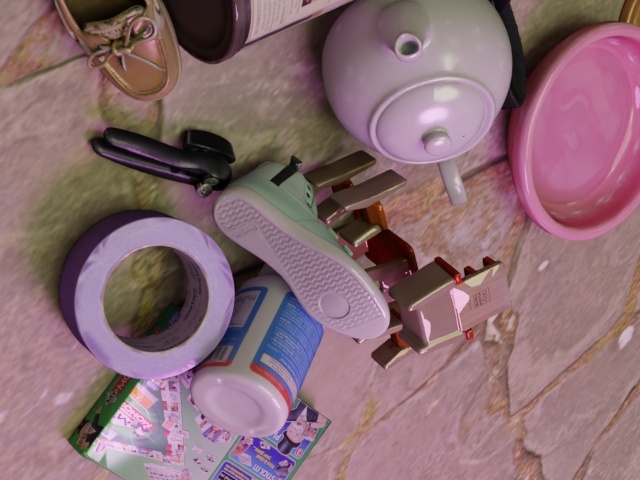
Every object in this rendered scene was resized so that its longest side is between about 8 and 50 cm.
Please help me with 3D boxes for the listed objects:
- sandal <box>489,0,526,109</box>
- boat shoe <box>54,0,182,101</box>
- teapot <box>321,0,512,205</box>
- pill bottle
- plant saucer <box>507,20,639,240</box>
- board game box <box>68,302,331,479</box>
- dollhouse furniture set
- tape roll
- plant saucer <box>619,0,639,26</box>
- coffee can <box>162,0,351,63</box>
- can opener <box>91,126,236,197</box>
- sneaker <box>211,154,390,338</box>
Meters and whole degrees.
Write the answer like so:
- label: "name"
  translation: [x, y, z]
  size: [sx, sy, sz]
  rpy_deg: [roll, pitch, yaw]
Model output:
- label: "sandal"
  translation: [0.222, -0.367, 1.485]
  size: [0.445, 0.107, 0.167]
  rpy_deg: [62, 31, -41]
- label: "boat shoe"
  translation: [-0.233, -0.257, 1.203]
  size: [0.105, 0.089, 0.285]
  rpy_deg: [-26, 120, 7]
- label: "teapot"
  translation: [0.126, -0.177, 1.414]
  size: [0.256, 0.187, 0.252]
  rpy_deg: [11, 140, -29]
- label: "pill bottle"
  translation: [-0.064, 0.121, 1.432]
  size: [0.124, 0.124, 0.221]
  rpy_deg: [64, 36, -35]
- label: "plant saucer"
  translation: [0.398, -0.167, 1.751]
  size: [0.332, 0.084, 0.332]
  rpy_deg: [-14, 115, -32]
- label: "board game box"
  translation: [-0.146, 0.248, 1.515]
  size: [0.213, 0.046, 0.317]
  rpy_deg: [-54, 130, -8]
- label: "dollhouse furniture set"
  translation: [0.112, 0.035, 1.494]
  size: [0.135, 0.259, 0.262]
  rpy_deg: [-26, 123, -17]
- label: "tape roll"
  translation: [-0.201, 0.061, 1.348]
  size: [0.189, 0.080, 0.188]
  rpy_deg: [-4, 99, -24]
- label: "plant saucer"
  translation: [0.547, -0.334, 1.832]
  size: [0.200, 0.037, 0.199]
  rpy_deg: [-14, 116, -32]
- label: "coffee can"
  translation: [-0.040, -0.336, 1.269]
  size: [0.275, 0.201, 0.201]
  rpy_deg: [-29, 123, -27]
- label: "can opener"
  translation: [-0.181, -0.095, 1.358]
  size: [0.186, 0.073, 0.059]
  rpy_deg: [8, 141, -36]
- label: "sneaker"
  translation: [0.000, -0.001, 1.420]
  size: [0.256, 0.151, 0.094]
  rpy_deg: [42, 122, -4]
